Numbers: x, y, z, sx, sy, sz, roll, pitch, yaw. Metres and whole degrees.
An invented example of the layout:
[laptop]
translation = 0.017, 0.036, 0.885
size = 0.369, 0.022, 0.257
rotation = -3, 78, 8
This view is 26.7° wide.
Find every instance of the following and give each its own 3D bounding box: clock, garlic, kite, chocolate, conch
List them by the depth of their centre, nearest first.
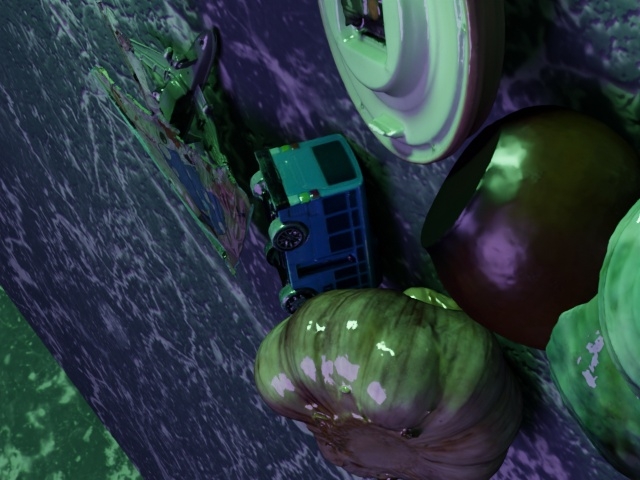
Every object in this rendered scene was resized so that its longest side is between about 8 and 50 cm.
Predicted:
[conch]
translation = 0.231, 0.052, 0.748
size = 0.277, 0.220, 0.195
rotation = 27, -115, -72
[chocolate]
translation = 0.160, -0.004, 0.895
size = 0.177, 0.177, 0.177
rotation = 45, 155, 27
[clock]
translation = 0.048, -0.170, 0.924
size = 0.244, 0.056, 0.244
rotation = 166, 90, -71
[garlic]
translation = 0.066, 0.120, 1.219
size = 0.245, 0.160, 0.245
rotation = 13, 152, 7
[kite]
translation = -0.149, -0.095, 1.412
size = 0.406, 0.014, 0.368
rotation = 39, 158, 48

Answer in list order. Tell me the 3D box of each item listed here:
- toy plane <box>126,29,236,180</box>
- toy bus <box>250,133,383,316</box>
[toy plane]
translation = -0.142, -0.149, 1.425
size = 0.226, 0.058, 0.226
rotation = 54, 158, 16
[toy bus]
translation = 0.000, 0.000, 1.264
size = 0.090, 0.106, 0.184
rotation = -114, 10, -45
